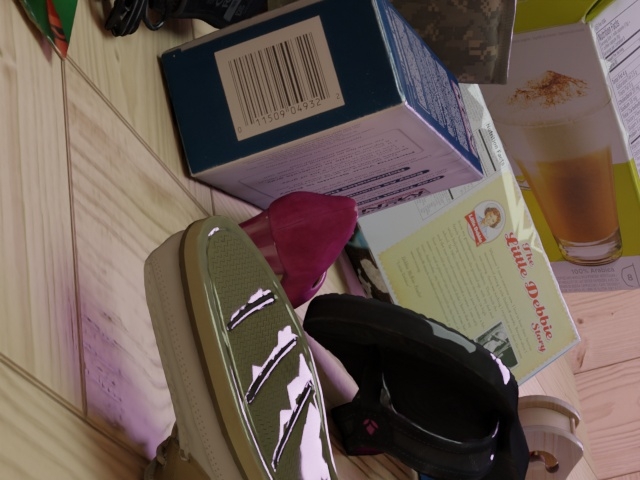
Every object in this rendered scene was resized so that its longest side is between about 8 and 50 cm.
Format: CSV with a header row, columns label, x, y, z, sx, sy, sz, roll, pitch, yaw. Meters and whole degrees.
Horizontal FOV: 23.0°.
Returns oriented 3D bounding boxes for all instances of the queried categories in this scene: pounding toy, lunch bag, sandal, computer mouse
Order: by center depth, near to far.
label,x,y,z,sx,sy,sz,roll,pitch,yaw
computer mouse,-0.086,-0.233,1.171,0.072,0.188,0.272,33,8,10
sandal,0.099,0.171,1.398,0.446,0.167,0.107,55,49,-58
lunch bag,0.068,-0.283,1.546,0.287,0.235,0.169,-86,178,-53
pounding toy,0.242,0.252,1.864,0.155,0.154,0.269,-80,152,-62

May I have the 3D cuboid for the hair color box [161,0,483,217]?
label,x,y,z,sx,sy,sz,roll,pitch,yaw
hair color box,0.015,-0.099,1.302,0.347,0.174,0.105,26,48,-73

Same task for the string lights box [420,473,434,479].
label,x,y,z,sx,sy,sz,roll,pitch,yaw
string lights box,0.162,0.285,1.663,0.133,0.077,0.260,55,23,-54

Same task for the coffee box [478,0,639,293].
label,x,y,z,sx,sy,sz,roll,pitch,yaw
coffee box,0.302,-0.154,1.964,0.338,0.337,0.334,-39,116,-46

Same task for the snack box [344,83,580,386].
label,x,y,z,sx,sy,sz,roll,pitch,yaw
snack box,0.129,0.013,1.592,0.060,0.187,0.322,11,-51,60

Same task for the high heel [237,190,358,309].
label,x,y,z,sx,sy,sz,roll,pitch,yaw
high heel,0.000,0.000,1.245,0.244,0.117,0.082,28,47,-72

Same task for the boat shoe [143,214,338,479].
label,x,y,z,sx,sy,sz,roll,pitch,yaw
boat shoe,-0.050,0.136,0.913,0.113,0.103,0.302,-44,119,-61

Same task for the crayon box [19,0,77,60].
label,x,y,z,sx,sy,sz,roll,pitch,yaw
crayon box,-0.182,-0.292,0.923,0.202,0.081,0.318,-92,161,-48
